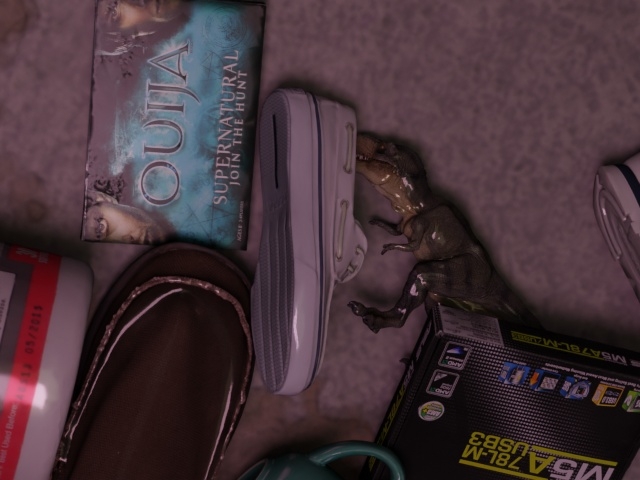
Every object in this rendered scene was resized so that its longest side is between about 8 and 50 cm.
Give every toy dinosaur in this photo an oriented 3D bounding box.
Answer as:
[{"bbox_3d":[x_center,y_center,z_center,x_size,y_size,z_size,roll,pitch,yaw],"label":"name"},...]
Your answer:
[{"bbox_3d":[0.093,0.042,1.191,0.118,0.064,0.268,-45,107,-4],"label":"toy dinosaur"}]

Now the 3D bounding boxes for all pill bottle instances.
[{"bbox_3d":[-0.328,0.065,1.075,0.318,0.176,0.176,13,100,-11],"label":"pill bottle"}]

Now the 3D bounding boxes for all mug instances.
[{"bbox_3d":[-0.023,0.213,1.168,0.097,0.129,0.158,44,58,-5],"label":"mug"}]

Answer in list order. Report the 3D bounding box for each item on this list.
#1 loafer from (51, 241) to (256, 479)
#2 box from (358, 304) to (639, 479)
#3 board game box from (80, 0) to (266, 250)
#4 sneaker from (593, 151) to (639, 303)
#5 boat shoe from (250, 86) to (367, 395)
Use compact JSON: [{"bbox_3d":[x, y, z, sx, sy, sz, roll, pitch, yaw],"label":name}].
[{"bbox_3d":[-0.134,0.182,1.150,0.133,0.130,0.366,16,99,-11],"label":"loafer"},{"bbox_3d":[0.145,0.149,1.195,0.190,0.045,0.184,14,120,-11],"label":"box"},{"bbox_3d":[-0.110,-0.088,1.150,0.126,0.026,0.186,3,101,-9],"label":"board game box"},{"bbox_3d":[0.290,0.035,1.166,0.094,0.090,0.235,-18,76,-11],"label":"sneaker"},{"bbox_3d":[0.000,0.000,1.126,0.075,0.083,0.226,6,81,-25],"label":"boat shoe"}]
